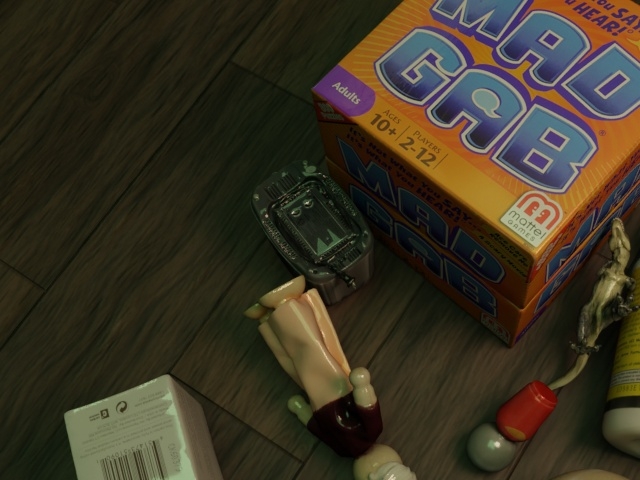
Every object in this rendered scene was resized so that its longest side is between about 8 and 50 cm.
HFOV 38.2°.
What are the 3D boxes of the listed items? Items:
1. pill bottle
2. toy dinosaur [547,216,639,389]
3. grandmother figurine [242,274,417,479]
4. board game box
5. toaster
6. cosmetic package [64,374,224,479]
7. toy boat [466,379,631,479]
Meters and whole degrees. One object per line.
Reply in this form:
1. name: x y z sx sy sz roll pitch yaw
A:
1. pill bottle: 0.498 0.125 1.234 0.188 0.188 0.333 13 69 12
2. toy dinosaur: 0.372 0.104 1.240 0.064 0.118 0.268 23 99 4
3. grandmother figurine: 0.024 0.218 1.264 0.104 0.208 0.342 -28 83 -22
4. board game box: 0.252 -0.137 1.285 0.356 0.356 0.356 40 77 21
5. toaster: 0.000 0.000 1.371 0.129 0.146 0.227 -37 67 -8
6. cosmetic package: -0.232 0.295 1.252 0.151 0.183 0.151 -20 67 -2
7. toy boat: 0.314 0.337 1.174 0.148 0.268 0.318 -53 49 23
